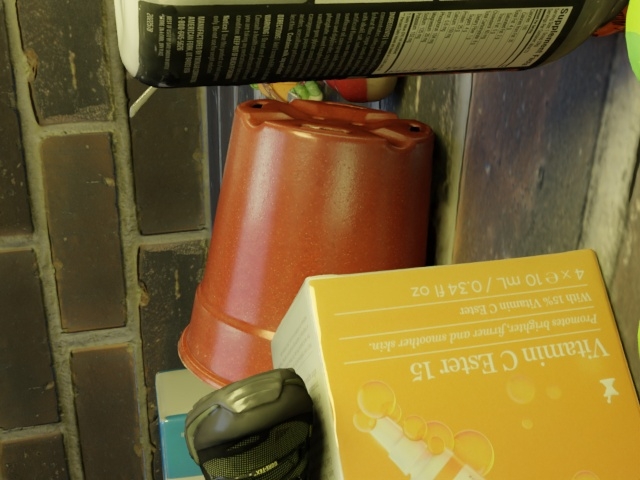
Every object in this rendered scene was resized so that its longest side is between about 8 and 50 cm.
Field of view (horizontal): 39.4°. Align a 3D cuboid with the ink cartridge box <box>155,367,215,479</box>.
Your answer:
[{"bbox_3d":[-0.077,0.380,1.282,0.166,0.286,0.394,-131,38,-69],"label":"ink cartridge box"}]

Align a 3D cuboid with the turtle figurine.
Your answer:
[{"bbox_3d":[-0.081,-0.256,1.181,0.198,0.275,0.266,40,127,50],"label":"turtle figurine"}]

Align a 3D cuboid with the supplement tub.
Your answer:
[{"bbox_3d":[0.040,-0.190,0.512,0.193,0.316,0.193,174,90,-75],"label":"supplement tub"}]

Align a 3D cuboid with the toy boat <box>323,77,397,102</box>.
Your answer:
[{"bbox_3d":[-0.001,-0.236,1.002,0.231,0.151,0.150,-127,34,-65],"label":"toy boat"}]

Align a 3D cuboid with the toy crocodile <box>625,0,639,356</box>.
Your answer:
[{"bbox_3d":[0.200,-0.022,0.351,0.105,0.115,0.340,-170,75,-75],"label":"toy crocodile"}]

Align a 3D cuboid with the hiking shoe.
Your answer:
[{"bbox_3d":[-0.028,0.170,0.570,0.114,0.086,0.226,58,158,33],"label":"hiking shoe"}]

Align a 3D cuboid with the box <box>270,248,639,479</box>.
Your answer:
[{"bbox_3d":[0.105,0.200,0.620,0.168,0.215,0.345,119,142,-66],"label":"box"}]

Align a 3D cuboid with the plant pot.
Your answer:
[{"bbox_3d":[0.000,0.000,0.925,0.272,0.273,0.264,-128,43,-66],"label":"plant pot"}]
